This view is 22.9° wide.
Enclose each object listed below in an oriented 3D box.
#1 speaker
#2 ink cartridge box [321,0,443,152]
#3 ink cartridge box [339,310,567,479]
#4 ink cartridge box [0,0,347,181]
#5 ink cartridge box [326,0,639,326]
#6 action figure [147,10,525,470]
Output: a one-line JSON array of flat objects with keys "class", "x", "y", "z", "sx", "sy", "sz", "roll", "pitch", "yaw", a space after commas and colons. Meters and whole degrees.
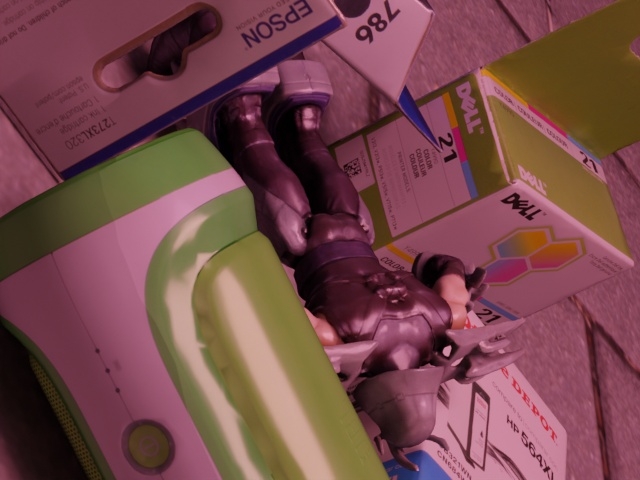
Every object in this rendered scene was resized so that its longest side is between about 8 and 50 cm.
[{"class": "speaker", "x": -0.035, "y": 0.105, "z": 0.697, "sx": 0.296, "sy": 0.131, "sz": 0.131, "roll": 63, "pitch": 25, "yaw": -1}, {"class": "ink cartridge box", "x": -0.036, "y": -0.200, "z": 0.942, "sx": 0.332, "sy": 0.065, "sz": 0.165, "roll": 40, "pitch": 14, "yaw": -26}, {"class": "ink cartridge box", "x": 0.069, "y": 0.143, "z": 0.905, "sx": 0.148, "sy": 0.086, "sz": 0.203, "roll": 51, "pitch": 29, "yaw": -24}, {"class": "ink cartridge box", "x": -0.153, "y": -0.217, "z": 0.712, "sx": 0.371, "sy": 0.175, "sz": 0.069, "roll": 56, "pitch": 25, "yaw": -17}, {"class": "ink cartridge box", "x": 0.161, "y": -0.047, "z": 1.058, "sx": 0.189, "sy": 0.255, "sz": 0.097, "roll": 28, "pitch": 43, "yaw": -51}, {"class": "action figure", "x": 0.000, "y": 0.000, "z": 0.858, "sx": 0.185, "sy": 0.099, "sz": 0.285, "roll": 2, "pitch": 53, "yaw": -41}]
